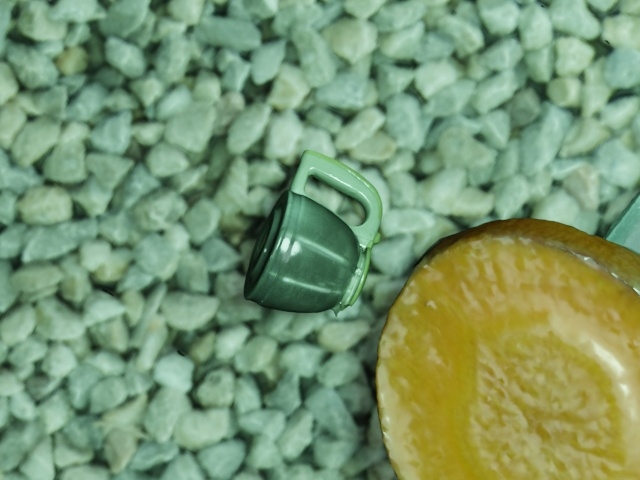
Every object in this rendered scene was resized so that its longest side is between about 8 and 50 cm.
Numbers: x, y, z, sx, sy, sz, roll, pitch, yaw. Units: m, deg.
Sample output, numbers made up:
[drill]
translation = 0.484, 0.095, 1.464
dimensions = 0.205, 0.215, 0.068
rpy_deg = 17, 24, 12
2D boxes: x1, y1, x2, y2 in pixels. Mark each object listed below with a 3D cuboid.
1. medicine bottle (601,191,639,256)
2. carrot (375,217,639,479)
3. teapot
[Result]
[medicine bottle]
translation = 0.313, 0.047, 1.485
dimensions = 0.208, 0.054, 0.090
rpy_deg = 37, 97, 5
[carrot]
translation = 0.178, 0.126, 1.461
dimensions = 0.258, 0.100, 0.307
rpy_deg = -39, 90, 14
[teapot]
translation = 0.001, 0.003, 1.501
dimensions = 0.091, 0.092, 0.124
rpy_deg = 22, 100, -12
